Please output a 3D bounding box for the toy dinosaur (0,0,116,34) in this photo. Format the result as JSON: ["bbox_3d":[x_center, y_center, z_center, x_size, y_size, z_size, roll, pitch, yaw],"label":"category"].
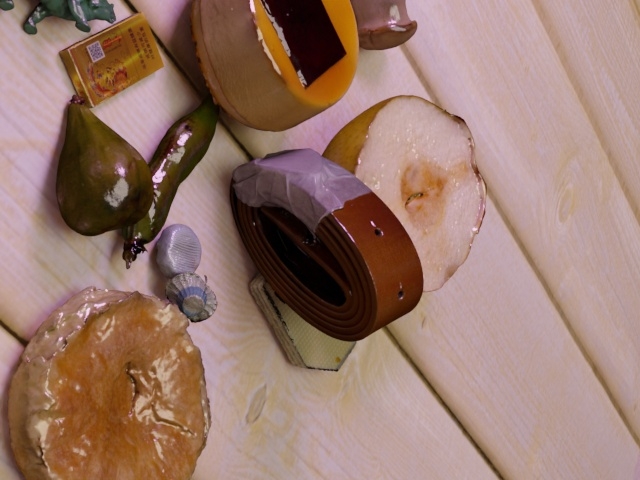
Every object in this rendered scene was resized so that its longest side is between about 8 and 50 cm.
[{"bbox_3d":[-0.371,-0.329,1.271,0.292,0.079,0.120,5,80,-54],"label":"toy dinosaur"}]

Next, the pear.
[{"bbox_3d":[0.113,-0.076,1.781,0.386,0.191,0.340,-25,105,-49],"label":"pear"}]

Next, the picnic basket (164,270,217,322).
[{"bbox_3d":[-0.190,0.081,1.467,0.065,0.083,0.083,-39,114,4],"label":"picnic basket"}]

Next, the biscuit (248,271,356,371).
[{"bbox_3d":[-0.024,0.124,1.716,0.147,0.046,0.250,-53,127,-40],"label":"biscuit"}]

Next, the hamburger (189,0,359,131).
[{"bbox_3d":[-0.075,-0.310,1.558,0.300,0.176,0.300,13,73,-50],"label":"hamburger"}]

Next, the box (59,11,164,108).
[{"bbox_3d":[-0.288,-0.253,1.414,0.156,0.022,0.089,-44,121,-43],"label":"box"}]

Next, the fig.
[{"bbox_3d":[-0.288,-0.100,1.330,0.133,0.127,0.184,-16,106,-37],"label":"fig"}]

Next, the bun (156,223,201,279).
[{"bbox_3d":[-0.211,0.017,1.484,0.083,0.045,0.083,10,78,-52],"label":"bun"}]

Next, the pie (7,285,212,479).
[{"bbox_3d":[-0.274,0.225,1.369,0.339,0.083,0.339,-2,93,-51],"label":"pie"}]

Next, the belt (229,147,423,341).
[{"bbox_3d":[0.000,0.000,1.551,0.122,0.338,0.217,-24,150,-40],"label":"belt"}]

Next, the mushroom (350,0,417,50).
[{"bbox_3d":[0.098,-0.549,1.816,0.137,0.154,0.407,-107,-176,-73],"label":"mushroom"}]

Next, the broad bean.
[{"bbox_3d":[-0.218,-0.103,1.464,0.339,0.061,0.077,-64,149,-29],"label":"broad bean"}]
